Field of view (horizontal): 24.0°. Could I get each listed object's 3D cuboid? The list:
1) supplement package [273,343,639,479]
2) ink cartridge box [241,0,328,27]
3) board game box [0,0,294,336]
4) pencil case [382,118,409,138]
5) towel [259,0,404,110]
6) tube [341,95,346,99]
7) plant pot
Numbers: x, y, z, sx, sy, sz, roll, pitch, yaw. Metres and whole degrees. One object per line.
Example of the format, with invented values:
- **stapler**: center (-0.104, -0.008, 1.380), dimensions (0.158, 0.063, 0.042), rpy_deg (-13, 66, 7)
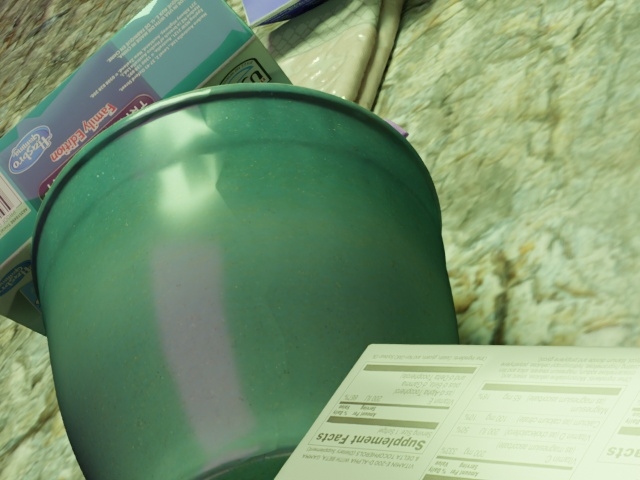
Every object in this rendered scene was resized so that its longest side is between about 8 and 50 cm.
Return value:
- **supplement package**: center (0.121, 0.161, 0.601), dimensions (0.261, 0.204, 0.145), rpy_deg (-4, 41, 52)
- **ink cartridge box**: center (0.022, -0.288, 1.578), dimensions (0.206, 0.045, 0.208), rpy_deg (-26, 3, 28)
- **board game box**: center (-0.111, -0.026, 1.128), dimensions (0.254, 0.336, 0.079), rpy_deg (-42, 68, 1)
- **pencil case**: center (0.000, 0.000, 1.078), dimensions (0.088, 0.086, 0.206), rpy_deg (-42, -16, -42)
- **towel**: center (-0.078, -0.115, 1.524), dimensions (0.331, 0.053, 0.317), rpy_deg (-25, 29, 33)
- **tube**: center (-0.055, -0.024, 1.321), dimensions (0.240, 0.070, 0.062), rpy_deg (-34, 20, 14)
- **plant pot**: center (-0.033, 0.089, 0.900), dimensions (0.271, 0.271, 0.255), rpy_deg (-33, 40, 16)
